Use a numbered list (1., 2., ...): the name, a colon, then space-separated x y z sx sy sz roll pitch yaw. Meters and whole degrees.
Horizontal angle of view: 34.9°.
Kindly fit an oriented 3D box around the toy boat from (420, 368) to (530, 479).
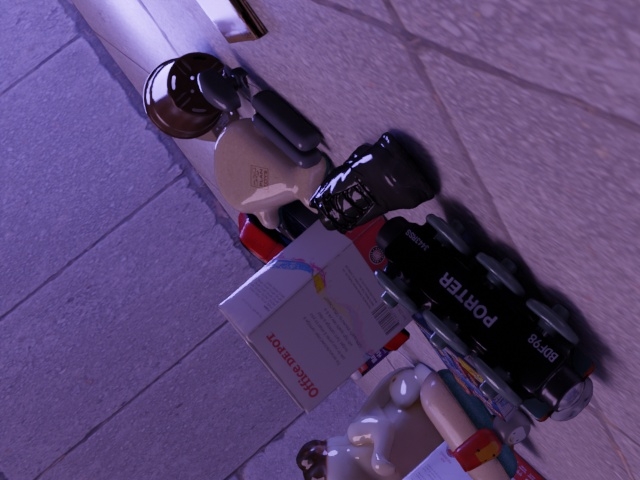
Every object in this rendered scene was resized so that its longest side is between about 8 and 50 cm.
1. toy boat: 0.311 0.362 1.955 0.267 0.148 0.318 55 180 0

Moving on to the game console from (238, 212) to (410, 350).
1. game console: -0.001 0.067 2.033 0.386 0.060 0.342 37 -174 -9

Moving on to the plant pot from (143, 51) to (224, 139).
1. plant pot: -0.251 -0.292 1.988 0.167 0.167 0.165 52 164 -9

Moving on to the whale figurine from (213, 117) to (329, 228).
1. whale figurine: -0.069 -0.128 1.832 0.272 0.141 0.216 15 112 41

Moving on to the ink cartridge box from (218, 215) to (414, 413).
1. ink cartridge box: 0.013 0.108 1.749 0.131 0.306 0.226 40 166 53

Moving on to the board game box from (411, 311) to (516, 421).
1. board game box: 0.264 0.214 1.742 0.194 0.060 0.194 42 169 48

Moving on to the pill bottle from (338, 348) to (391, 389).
1. pill bottle: 0.092 0.272 2.487 0.108 0.193 0.108 49 172 9

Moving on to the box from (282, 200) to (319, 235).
1. box: 0.017 -0.022 1.908 0.156 0.093 0.158 41 169 51

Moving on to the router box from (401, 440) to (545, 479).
1. router box: 0.335 0.586 2.189 0.335 0.301 0.082 41 168 49

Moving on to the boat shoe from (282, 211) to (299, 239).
1. boat shoe: -0.038 -0.071 2.011 0.257 0.095 0.095 54 165 -25

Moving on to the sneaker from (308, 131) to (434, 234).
1. sneaker: 0.060 -0.061 1.350 0.109 0.130 0.286 53 171 -4

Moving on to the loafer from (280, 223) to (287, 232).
1. loafer: 0.000 0.000 2.246 0.223 0.076 0.078 45 -151 -10

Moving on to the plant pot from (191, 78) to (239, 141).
1. plant pot: -0.239 -0.273 2.179 0.096 0.109 0.109 32 164 29

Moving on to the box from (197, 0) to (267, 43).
1. box: -0.159 -0.371 1.536 0.164 0.021 0.201 53 172 -18

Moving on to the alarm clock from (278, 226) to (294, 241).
1. alarm clock: -0.065 -0.032 2.466 0.192 0.064 0.129 34 162 54

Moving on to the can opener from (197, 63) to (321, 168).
1. can opener: -0.103 -0.209 1.724 0.280 0.093 0.074 40 149 35

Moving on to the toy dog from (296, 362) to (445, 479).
1. toy dog: 0.137 0.494 2.483 0.285 0.408 0.395 56 170 -34

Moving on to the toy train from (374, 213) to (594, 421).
1. toy train: 0.207 0.096 1.281 0.334 0.142 0.190 43 -178 31
